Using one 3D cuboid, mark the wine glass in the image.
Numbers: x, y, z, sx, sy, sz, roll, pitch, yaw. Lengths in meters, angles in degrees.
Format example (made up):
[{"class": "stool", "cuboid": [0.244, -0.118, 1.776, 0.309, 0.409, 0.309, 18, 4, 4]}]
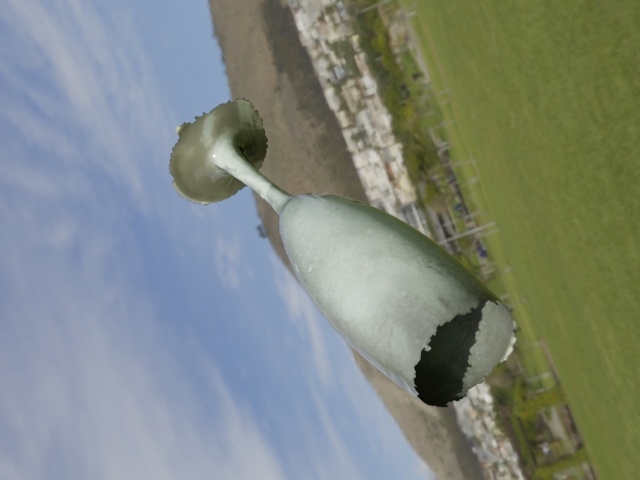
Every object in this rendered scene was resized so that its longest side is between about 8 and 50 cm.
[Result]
[{"class": "wine glass", "cuboid": [0.000, 0.000, 0.380, 0.198, 0.066, 0.066, 41, 168, 42]}]
